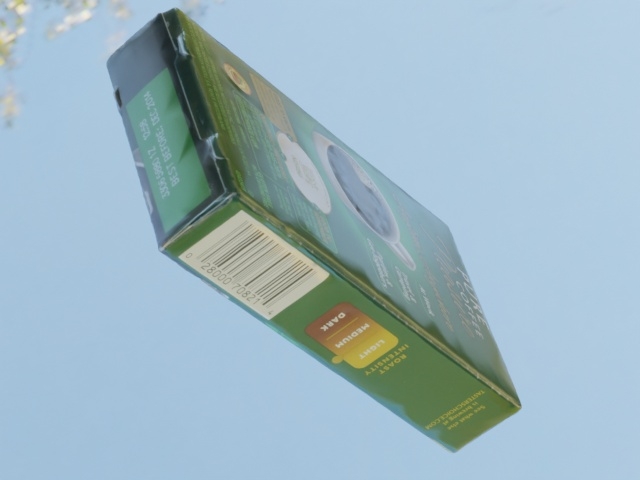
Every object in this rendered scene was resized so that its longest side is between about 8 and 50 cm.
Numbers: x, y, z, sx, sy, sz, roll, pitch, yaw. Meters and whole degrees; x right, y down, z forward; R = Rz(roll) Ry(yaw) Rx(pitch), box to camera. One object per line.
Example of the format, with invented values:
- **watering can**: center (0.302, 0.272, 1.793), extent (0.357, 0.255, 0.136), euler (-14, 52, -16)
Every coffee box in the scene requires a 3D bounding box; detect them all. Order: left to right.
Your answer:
- **coffee box**: center (0.000, 0.000, 0.713), extent (0.184, 0.040, 0.113), euler (36, -157, -41)
